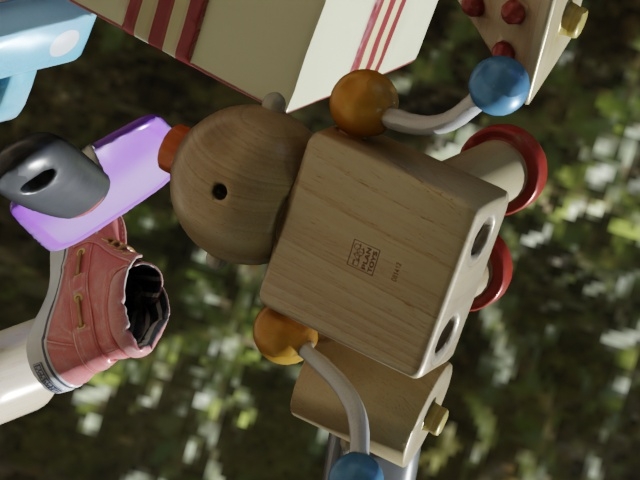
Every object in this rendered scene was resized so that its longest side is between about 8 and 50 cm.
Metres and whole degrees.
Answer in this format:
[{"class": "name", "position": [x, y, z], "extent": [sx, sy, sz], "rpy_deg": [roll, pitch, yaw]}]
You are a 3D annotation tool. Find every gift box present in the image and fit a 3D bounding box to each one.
[{"class": "gift box", "position": [-0.023, -0.254, 1.338], "extent": [0.276, 0.255, 0.258], "rpy_deg": [-36, 150, -64]}]

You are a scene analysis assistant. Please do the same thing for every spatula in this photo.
[{"class": "spatula", "position": [-0.098, -0.025, 0.811], "extent": [0.084, 0.030, 0.296], "rpy_deg": [-33, -179, 0]}]

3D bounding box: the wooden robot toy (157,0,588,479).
[{"class": "wooden robot toy", "position": [0.000, 0.000, 0.449], "extent": [0.076, 0.079, 0.173], "rpy_deg": [-31, 143, -67]}]

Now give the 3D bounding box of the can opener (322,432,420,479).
[{"class": "can opener", "position": [-0.006, 0.213, 1.203], "extent": [0.076, 0.095, 0.283], "rpy_deg": [-103, -162, -57]}]

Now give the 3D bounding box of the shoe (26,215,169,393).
[{"class": "shoe", "position": [-0.139, 0.026, 1.338], "extent": [0.081, 0.063, 0.178], "rpy_deg": [-21, -146, 23]}]

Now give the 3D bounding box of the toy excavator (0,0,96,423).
[{"class": "toy excavator", "position": [-0.301, -0.127, 1.532], "extent": [0.222, 0.433, 0.445], "rpy_deg": [-21, 151, -40]}]
